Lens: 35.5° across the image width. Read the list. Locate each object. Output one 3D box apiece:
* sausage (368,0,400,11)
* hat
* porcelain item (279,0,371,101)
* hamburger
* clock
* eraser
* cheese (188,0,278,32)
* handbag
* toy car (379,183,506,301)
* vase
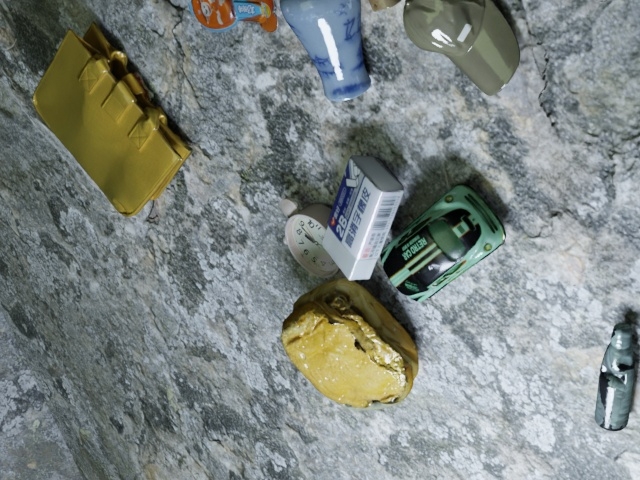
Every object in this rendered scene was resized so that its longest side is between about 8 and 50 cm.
[{"bbox_3d":[0.052,-0.524,1.652,0.066,0.066,0.301,-16,106,51],"label":"sausage"},{"bbox_3d":[0.216,-0.312,1.586,0.166,0.144,0.173,-47,57,53],"label":"hat"},{"bbox_3d":[0.014,-0.375,1.746,0.141,0.141,0.259,10,131,42],"label":"porcelain item"},{"bbox_3d":[0.069,0.220,2.062,0.318,0.158,0.319,26,146,19],"label":"hamburger"},{"bbox_3d":[0.000,0.000,2.082,0.229,0.063,0.155,53,144,3],"label":"clock"},{"bbox_3d":[0.078,-0.043,1.906,0.124,0.068,0.210,51,134,40],"label":"eraser"},{"bbox_3d":[-0.176,-0.455,1.959,0.256,0.037,0.106,15,128,41],"label":"cheese"},{"bbox_3d":[-0.481,-0.281,2.343,0.401,0.133,0.283,51,137,5],"label":"handbag"},{"bbox_3d":[0.204,0.021,1.830,0.136,0.125,0.306,52,140,4],"label":"toy car"},{"bbox_3d":[0.506,0.230,1.709,0.060,0.060,0.211,21,130,36],"label":"vase"}]
